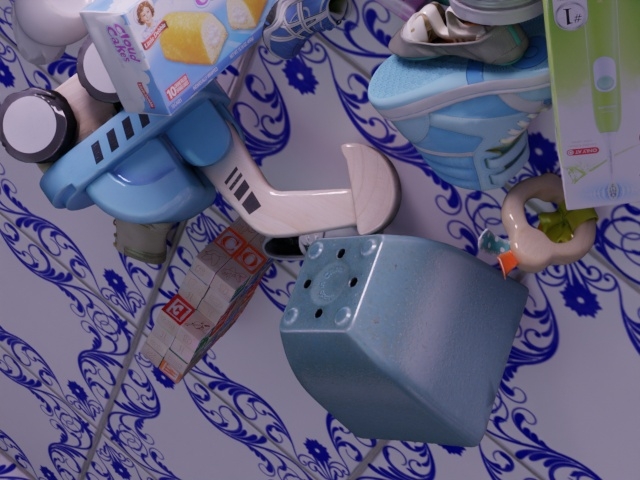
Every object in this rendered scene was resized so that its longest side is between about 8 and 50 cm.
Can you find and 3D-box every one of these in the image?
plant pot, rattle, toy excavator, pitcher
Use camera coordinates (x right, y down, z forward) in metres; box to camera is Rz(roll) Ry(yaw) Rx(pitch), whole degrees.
[{"bbox_3d":[0.090,0.117,1.928,0.248,0.247,0.252,-4,148,47],"label":"plant pot"},{"bbox_3d":[0.250,0.011,1.769,0.130,0.199,0.143,49,145,-7],"label":"rattle"},{"bbox_3d":[-0.163,-0.109,1.988,0.445,0.433,0.222,55,-170,4],"label":"toy excavator"},{"bbox_3d":[-0.420,-0.375,2.127,0.207,0.125,0.177,-17,98,64],"label":"pitcher"}]

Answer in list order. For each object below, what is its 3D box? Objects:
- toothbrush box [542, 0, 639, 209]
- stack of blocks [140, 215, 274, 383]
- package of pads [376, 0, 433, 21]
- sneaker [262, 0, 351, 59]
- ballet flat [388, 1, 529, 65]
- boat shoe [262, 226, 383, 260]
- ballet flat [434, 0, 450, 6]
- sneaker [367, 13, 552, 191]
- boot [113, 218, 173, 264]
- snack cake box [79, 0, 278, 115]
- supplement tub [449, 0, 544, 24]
[{"bbox_3d":[0.344,-0.186,1.465,0.206,0.122,0.283,-6,130,8],"label":"toothbrush box"},{"bbox_3d":[-0.185,0.099,2.326,0.087,0.171,0.297,40,145,5],"label":"stack of blocks"},{"bbox_3d":[0.095,-0.307,1.724,0.083,0.050,0.032,36,145,11],"label":"package of pads"},{"bbox_3d":[-0.013,-0.296,1.818,0.081,0.080,0.211,43,147,7],"label":"sneaker"},{"bbox_3d":[0.151,-0.248,1.624,0.213,0.072,0.068,15,148,48],"label":"ballet flat"},{"bbox_3d":[-0.001,-0.001,2.113,0.227,0.081,0.079,-6,122,48],"label":"boat shoe"},{"bbox_3d":[0.056,-0.362,1.672,0.280,0.096,0.095,21,178,15],"label":"ballet flat"},{"bbox_3d":[0.238,-0.161,1.691,0.319,0.127,0.208,-7,137,37],"label":"sneaker"},{"bbox_3d":[-0.345,-0.057,2.408,0.213,0.077,0.165,34,146,10],"label":"boot"},{"bbox_3d":[-0.171,-0.296,1.815,0.089,0.264,0.152,9,133,39],"label":"snack cake box"},{"bbox_3d":[0.190,-0.348,1.503,0.144,0.144,0.199,19,139,31],"label":"supplement tub"}]
